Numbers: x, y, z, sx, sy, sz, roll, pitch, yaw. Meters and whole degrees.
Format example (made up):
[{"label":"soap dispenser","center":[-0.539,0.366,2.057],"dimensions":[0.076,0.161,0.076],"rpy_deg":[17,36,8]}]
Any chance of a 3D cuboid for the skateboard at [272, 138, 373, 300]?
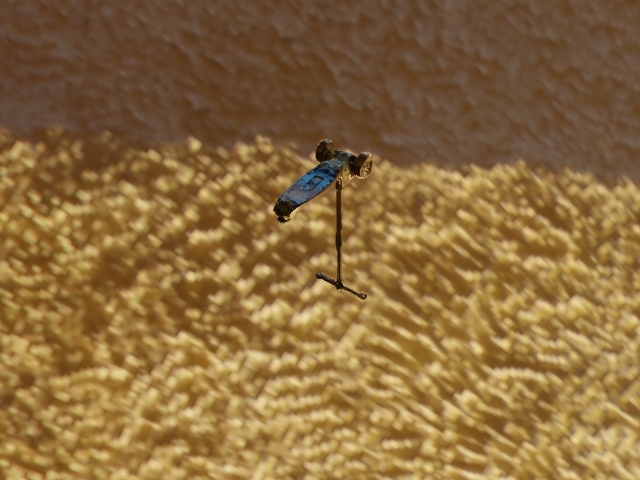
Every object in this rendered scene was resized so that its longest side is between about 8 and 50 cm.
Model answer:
[{"label":"skateboard","center":[0.000,0.000,0.949],"dimensions":[0.032,0.083,0.064],"rpy_deg":[21,-137,28]}]
